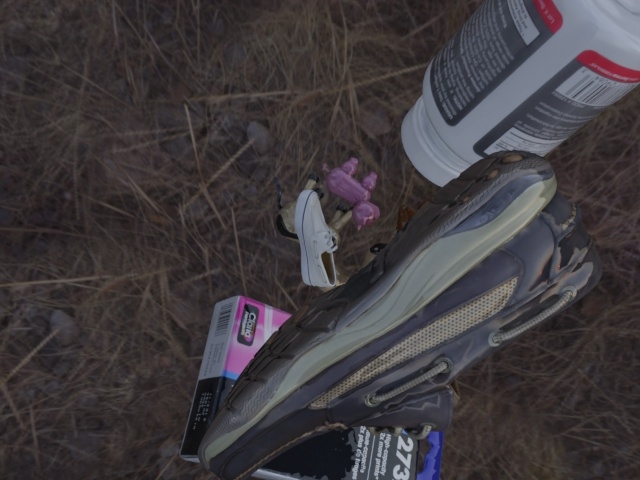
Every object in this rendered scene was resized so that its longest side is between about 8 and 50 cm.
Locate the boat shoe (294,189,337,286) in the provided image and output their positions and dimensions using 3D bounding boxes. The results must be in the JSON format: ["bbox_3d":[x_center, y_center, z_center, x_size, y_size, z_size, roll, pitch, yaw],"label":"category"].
[{"bbox_3d":[0.000,0.000,0.707,0.035,0.035,0.100,10,119,26],"label":"boat shoe"}]

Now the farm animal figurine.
[{"bbox_3d":[0.096,0.042,1.180,0.172,0.330,0.327,-54,128,-29],"label":"farm animal figurine"}]

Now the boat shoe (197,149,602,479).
[{"bbox_3d":[0.051,0.089,0.561,0.355,0.132,0.130,-42,96,22],"label":"boat shoe"}]

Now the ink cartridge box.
[{"bbox_3d":[0.027,0.207,0.893,0.370,0.069,0.176,25,63,-31],"label":"ink cartridge box"}]

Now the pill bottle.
[{"bbox_3d":[0.226,-0.186,0.857,0.176,0.318,0.176,13,60,-23],"label":"pill bottle"}]
